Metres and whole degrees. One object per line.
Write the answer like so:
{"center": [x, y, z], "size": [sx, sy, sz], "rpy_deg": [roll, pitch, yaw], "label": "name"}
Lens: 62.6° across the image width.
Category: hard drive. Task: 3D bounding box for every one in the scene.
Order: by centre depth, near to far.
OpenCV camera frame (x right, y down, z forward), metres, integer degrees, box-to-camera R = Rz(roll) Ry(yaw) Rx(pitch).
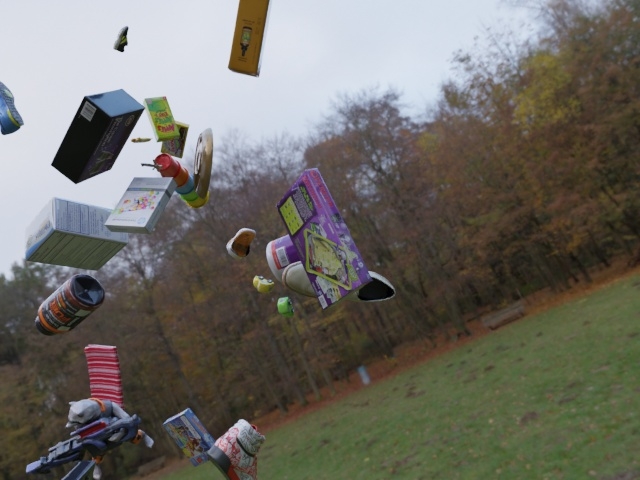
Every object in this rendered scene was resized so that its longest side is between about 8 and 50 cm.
{"center": [-0.701, 0.743, 1.432], "size": [0.172, 0.054, 0.254], "rpy_deg": [-56, -14, -81], "label": "hard drive"}

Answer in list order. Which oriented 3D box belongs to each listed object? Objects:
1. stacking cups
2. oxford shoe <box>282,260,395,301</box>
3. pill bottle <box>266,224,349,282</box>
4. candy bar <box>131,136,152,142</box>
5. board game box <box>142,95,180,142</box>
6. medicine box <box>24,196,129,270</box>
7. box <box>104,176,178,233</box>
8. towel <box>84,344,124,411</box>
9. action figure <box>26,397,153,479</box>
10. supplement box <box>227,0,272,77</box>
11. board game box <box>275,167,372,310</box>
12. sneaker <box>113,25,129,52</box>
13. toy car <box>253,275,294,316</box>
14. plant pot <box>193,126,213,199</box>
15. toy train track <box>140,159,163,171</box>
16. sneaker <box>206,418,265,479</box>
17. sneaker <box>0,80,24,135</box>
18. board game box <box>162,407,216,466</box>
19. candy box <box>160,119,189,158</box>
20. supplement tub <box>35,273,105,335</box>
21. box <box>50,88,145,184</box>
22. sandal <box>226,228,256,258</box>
{"center": [-0.483, -0.215, 1.828], "size": [0.096, 0.096, 0.316], "rpy_deg": [-24, -21, -1], "label": "stacking cups"}
{"center": [0.070, 0.140, 1.811], "size": [0.398, 0.140, 0.146], "rpy_deg": [5, 0, -17], "label": "oxford shoe"}
{"center": [-0.039, 0.037, 2.079], "size": [0.323, 0.181, 0.181], "rpy_deg": [-22, -13, 11], "label": "pill bottle"}
{"center": [-0.674, -0.379, 1.986], "size": [0.040, 0.018, 0.161], "rpy_deg": [-12, 11, 0], "label": "candy bar"}
{"center": [-0.658, -0.502, 2.178], "size": [0.092, 0.181, 0.043], "rpy_deg": [-17, -6, -32], "label": "board game box"}
{"center": [-0.936, -0.018, 2.028], "size": [0.264, 0.149, 0.289], "rpy_deg": [-32, -31, 34], "label": "medicine box"}
{"center": [-0.514, -0.104, 1.515], "size": [0.145, 0.186, 0.038], "rpy_deg": [4, -35, 23], "label": "box"}
{"center": [-0.779, 0.517, 1.901], "size": [0.199, 0.274, 0.031], "rpy_deg": [-6, 1, 38], "label": "towel"}
{"center": [-0.714, 0.609, 1.638], "size": [0.342, 0.178, 0.330], "rpy_deg": [-18, -47, -13], "label": "action figure"}
{"center": [-0.177, -0.543, 1.349], "size": [0.078, 0.233, 0.080], "rpy_deg": [12, 8, -3], "label": "supplement box"}
{"center": [0.000, 0.000, 1.457], "size": [0.056, 0.346, 0.208], "rpy_deg": [-16, -16, -32], "label": "board game box"}
{"center": [-0.602, -0.613, 1.606], "size": [0.035, 0.031, 0.083], "rpy_deg": [26, -89, -39], "label": "sneaker"}
{"center": [-0.174, 0.248, 2.329], "size": [0.239, 0.224, 0.053], "rpy_deg": [-11, 17, 23], "label": "toy car"}
{"center": [-0.386, -0.253, 1.717], "size": [0.033, 0.236, 0.236], "rpy_deg": [4, -24, -22], "label": "plant pot"}
{"center": [-0.531, -0.232, 1.648], "size": [0.048, 0.083, 0.014], "rpy_deg": [78, -149, -42], "label": "toy train track"}
{"center": [-0.196, 0.604, 1.440], "size": [0.090, 0.270, 0.145], "rpy_deg": [17, 50, 41], "label": "sneaker"}
{"center": [-1.043, -0.435, 1.719], "size": [0.082, 0.209, 0.069], "rpy_deg": [-31, -18, 6], "label": "sneaker"}
{"center": [-0.467, 0.718, 1.916], "size": [0.136, 0.201, 0.035], "rpy_deg": [-33, 5, 30], "label": "board game box"}
{"center": [-0.675, -0.469, 2.433], "size": [0.105, 0.027, 0.205], "rpy_deg": [17, -41, -12], "label": "candy box"}
{"center": [-0.665, 0.177, 1.384], "size": [0.198, 0.106, 0.106], "rpy_deg": [-36, -17, 25], "label": "supplement tub"}
{"center": [-0.668, -0.316, 1.588], "size": [0.261, 0.103, 0.184], "rpy_deg": [-49, 6, 26], "label": "box"}
{"center": [-0.361, 0.032, 2.358], "size": [0.102, 0.076, 0.265], "rpy_deg": [15, -31, -16], "label": "sandal"}
